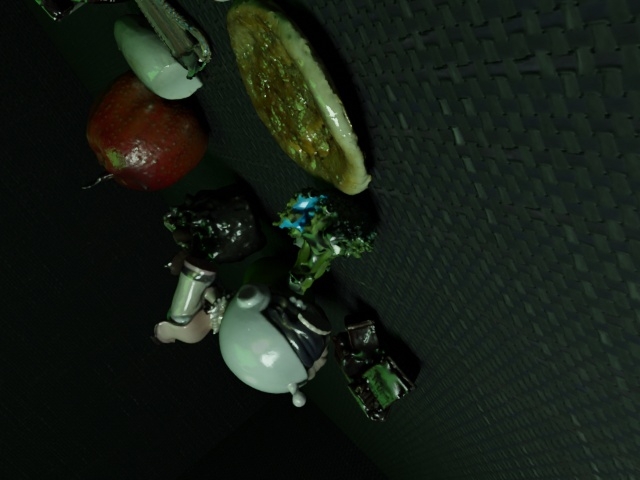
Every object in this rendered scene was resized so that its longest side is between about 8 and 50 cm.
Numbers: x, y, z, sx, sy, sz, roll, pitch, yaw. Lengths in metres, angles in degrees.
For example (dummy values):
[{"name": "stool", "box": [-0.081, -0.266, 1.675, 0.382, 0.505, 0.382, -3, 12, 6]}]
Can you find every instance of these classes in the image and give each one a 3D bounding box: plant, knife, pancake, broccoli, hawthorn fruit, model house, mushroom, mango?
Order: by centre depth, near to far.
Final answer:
[{"name": "pancake", "box": [-0.030, -0.177, 0.713, 0.282, 0.049, 0.282, 50, 165, 19]}, {"name": "broccoli", "box": [0.000, 0.000, 0.800, 0.167, 0.160, 0.154, 23, 166, 36]}, {"name": "knife", "box": [-0.291, -0.426, 0.927, 0.089, 0.043, 0.365, -37, 89, 41]}, {"name": "mushroom", "box": [-0.324, -0.366, 1.049, 0.270, 0.103, 0.118, 49, -179, 33]}, {"name": "model house", "box": [0.097, 0.242, 1.108, 0.203, 0.141, 0.164, 50, 175, 18]}, {"name": "hawthorn fruit", "box": [-0.397, -0.218, 1.201, 0.254, 0.300, 0.254, 45, 164, 16]}, {"name": "plant", "box": [-0.248, -0.024, 1.315, 0.204, 0.234, 0.178, 62, 178, 42]}, {"name": "mango", "box": [-0.115, 0.133, 1.445, 0.192, 0.156, 0.343, 66, 166, -9]}]

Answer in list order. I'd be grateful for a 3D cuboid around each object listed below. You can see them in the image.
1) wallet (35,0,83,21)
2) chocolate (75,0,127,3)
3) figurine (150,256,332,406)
[{"name": "wallet", "box": [-0.533, -0.558, 1.041, 0.262, 0.071, 0.221, 52, -154, -29]}, {"name": "chocolate", "box": [-0.418, -0.494, 1.019, 0.148, 0.125, 0.080, 48, 148, 31]}, {"name": "figurine", "box": [-0.151, 0.194, 1.203, 0.361, 0.211, 0.253, 18, 166, 16]}]
